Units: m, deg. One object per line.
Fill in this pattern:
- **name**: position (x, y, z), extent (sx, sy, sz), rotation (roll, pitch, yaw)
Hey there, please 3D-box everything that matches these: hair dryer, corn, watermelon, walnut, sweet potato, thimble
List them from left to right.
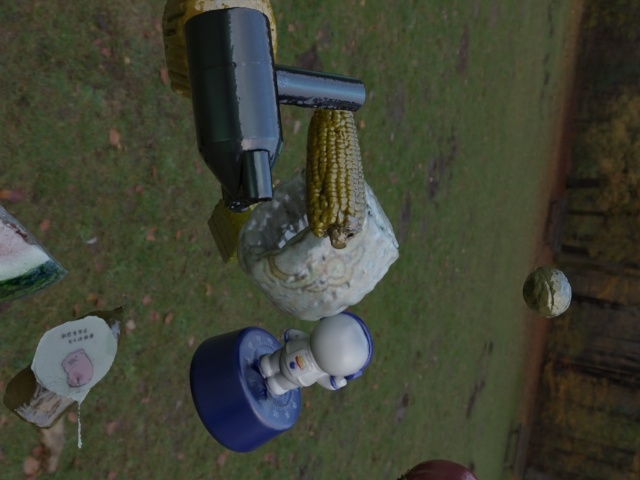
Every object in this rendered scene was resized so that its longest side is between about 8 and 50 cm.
- **watermelon**: position (-0.729, 0.032, 1.496), extent (0.310, 0.193, 0.231), rotation (4, 92, -26)
- **sweet potato**: position (-0.588, 0.282, 1.592), extent (0.369, 0.158, 0.157), rotation (-54, 147, -32)
- **hair dryer**: position (-0.037, -0.168, 0.914), extent (0.303, 0.116, 0.244), rotation (-6, 88, -42)
- **thimble**: position (0.000, 0.000, 1.268), extent (0.195, 0.292, 0.291), rotation (52, 46, -33)
- **corn**: position (0.021, -0.111, 1.058), extent (0.097, 0.097, 0.261), rotation (46, 38, -64)
- **walnut**: position (0.387, 0.088, 1.132), extent (0.092, 0.092, 0.092), rotation (9, 90, -69)

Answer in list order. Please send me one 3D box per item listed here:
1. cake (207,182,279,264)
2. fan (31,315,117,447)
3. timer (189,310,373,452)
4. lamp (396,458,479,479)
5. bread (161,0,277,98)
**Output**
- **cake**: position (-0.171, -0.046, 1.672), extent (0.179, 0.260, 0.156), rotation (-23, 83, -25)
- **fan**: position (-0.508, 0.307, 1.389), extent (0.182, 0.010, 0.310), rotation (-13, 115, -40)
- **timer**: position (-0.058, 0.275, 1.434), extent (0.270, 0.384, 0.270), rotation (49, 25, -33)
- **lamp**: position (0.129, 0.348, 0.776), extent (0.182, 0.140, 0.182), rotation (-48, 163, -20)
- **bread**: position (-0.163, -0.330, 1.084), extent (0.240, 0.139, 0.239), rotation (-35, 131, -52)
